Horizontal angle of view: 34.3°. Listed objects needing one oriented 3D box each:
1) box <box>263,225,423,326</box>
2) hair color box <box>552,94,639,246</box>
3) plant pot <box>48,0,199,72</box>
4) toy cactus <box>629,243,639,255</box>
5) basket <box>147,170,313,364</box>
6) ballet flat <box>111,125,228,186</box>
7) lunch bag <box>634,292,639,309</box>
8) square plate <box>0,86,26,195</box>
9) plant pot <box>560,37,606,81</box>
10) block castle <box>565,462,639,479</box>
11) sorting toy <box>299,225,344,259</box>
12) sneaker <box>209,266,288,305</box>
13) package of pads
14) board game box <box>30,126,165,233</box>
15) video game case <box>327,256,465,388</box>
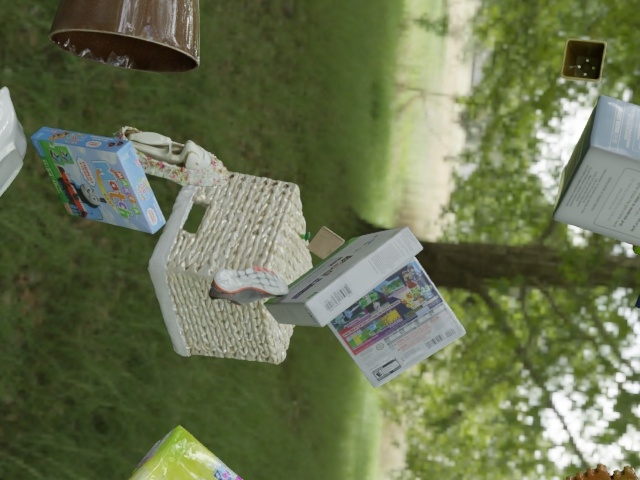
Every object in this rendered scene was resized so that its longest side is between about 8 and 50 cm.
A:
[{"bbox_3d":[0.033,0.070,1.913,0.058,0.232,0.322,56,-15,-7],"label":"box"},{"bbox_3d":[0.564,-0.069,1.563,0.185,0.374,0.113,102,7,-55],"label":"hair color box"},{"bbox_3d":[-0.266,-0.381,1.497,0.215,0.215,0.230,40,57,-82],"label":"plant pot"},{"bbox_3d":[0.626,-0.028,1.930,0.112,0.219,0.180,-43,-156,28],"label":"toy cactus"},{"bbox_3d":[-0.191,0.056,2.338,0.331,0.266,0.328,80,21,-47],"label":"basket"},{"bbox_3d":[-0.277,-0.156,1.933,0.077,0.241,0.091,124,-32,-44],"label":"ballet flat"},{"bbox_3d":[0.626,0.096,1.903,0.098,0.065,0.067,-31,148,-34],"label":"lunch bag"},{"bbox_3d":[-0.457,-0.011,1.216,0.347,0.049,0.344,-53,-170,-10],"label":"square plate"},{"bbox_3d":[0.544,-0.364,2.136,0.083,0.081,0.081,4,95,-71],"label":"plant pot"},{"bbox_3d":[0.640,0.655,2.332,0.213,0.453,0.303,61,18,-3],"label":"block castle"},{"bbox_3d":[0.000,0.000,2.140,0.062,0.083,0.012,-52,-167,15],"label":"sorting toy"},{"bbox_3d":[-0.135,0.088,1.891,0.065,0.158,0.061,-56,-139,35],"label":"sneaker"},{"bbox_3d":[-0.278,0.520,2.029,0.101,0.229,0.296,-47,-177,27],"label":"package of pads"},{"bbox_3d":[-0.361,-0.099,1.683,0.039,0.211,0.160,-48,134,-36],"label":"board game box"},{"bbox_3d":[0.132,0.149,1.890,0.183,0.201,0.023,55,10,-16],"label":"video game case"}]
